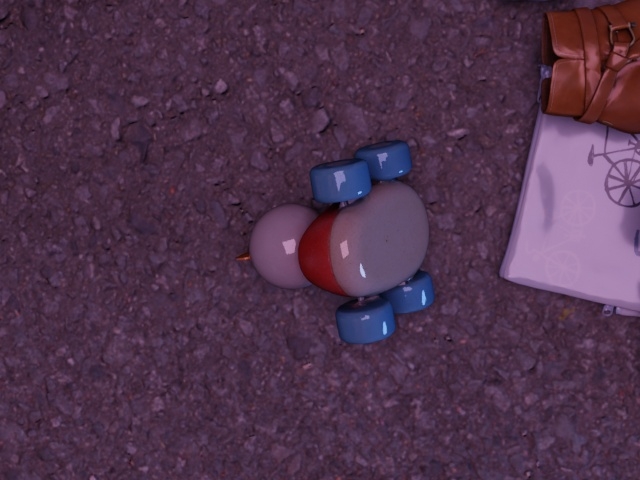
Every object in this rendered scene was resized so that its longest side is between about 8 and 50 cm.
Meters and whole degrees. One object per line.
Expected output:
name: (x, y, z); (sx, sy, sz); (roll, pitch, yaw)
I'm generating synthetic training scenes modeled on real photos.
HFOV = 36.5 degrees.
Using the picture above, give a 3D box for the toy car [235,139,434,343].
toy car: (0.000, 0.000, 1.267); (0.237, 0.210, 0.219); (-2, 106, 34)

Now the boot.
boot: (0.385, -0.273, 1.214); (0.220, 0.109, 0.284); (4, 88, 1)

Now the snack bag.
snack bag: (0.423, -0.056, 1.264); (0.342, 0.037, 0.323); (12, 92, 6)
